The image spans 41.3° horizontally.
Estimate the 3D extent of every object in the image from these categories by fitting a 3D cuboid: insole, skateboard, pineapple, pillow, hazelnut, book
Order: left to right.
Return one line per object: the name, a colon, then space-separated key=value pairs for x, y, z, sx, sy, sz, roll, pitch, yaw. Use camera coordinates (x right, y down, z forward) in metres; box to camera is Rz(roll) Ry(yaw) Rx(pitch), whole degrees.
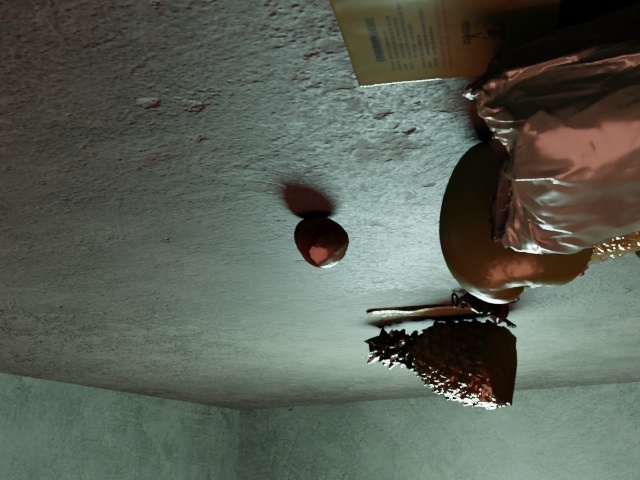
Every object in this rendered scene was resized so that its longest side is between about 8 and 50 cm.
hazelnut: x=0.000 y=0.000 z=1.270 sx=0.086 sy=0.086 sz=0.086 roll=0 pitch=163 yaw=0
insole: x=0.224 y=0.158 z=1.869 sx=0.247 sy=0.011 sz=0.081 roll=-4 pitch=163 yaw=12
pineapple: x=0.273 y=0.273 z=1.971 sx=0.362 sy=0.202 sz=0.202 roll=1 pitch=167 yaw=37
book: x=0.115 y=-0.188 z=0.759 sx=0.192 sy=0.013 sz=0.168 roll=-4 pitch=162 yaw=11
skateboard: x=0.332 y=0.131 z=1.724 sx=0.151 sy=0.067 sz=0.080 roll=22 pitch=163 yaw=-38
pillow: x=0.294 y=-0.096 z=0.783 sx=0.309 sy=0.138 sz=0.283 roll=-15 pitch=145 yaw=11

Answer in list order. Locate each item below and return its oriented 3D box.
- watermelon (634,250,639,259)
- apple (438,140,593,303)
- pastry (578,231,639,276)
watermelon: x=0.569 y=0.042 z=1.391 sx=0.155 sy=0.080 sz=0.101 roll=4 pitch=-167 yaw=-33
apple: x=0.230 y=-0.021 z=1.001 sx=0.200 sy=0.200 sz=0.200 roll=0 pitch=163 yaw=0
pastry: x=0.405 y=-0.020 z=1.177 sx=0.121 sy=0.089 sz=0.258 roll=13 pitch=158 yaw=-27
